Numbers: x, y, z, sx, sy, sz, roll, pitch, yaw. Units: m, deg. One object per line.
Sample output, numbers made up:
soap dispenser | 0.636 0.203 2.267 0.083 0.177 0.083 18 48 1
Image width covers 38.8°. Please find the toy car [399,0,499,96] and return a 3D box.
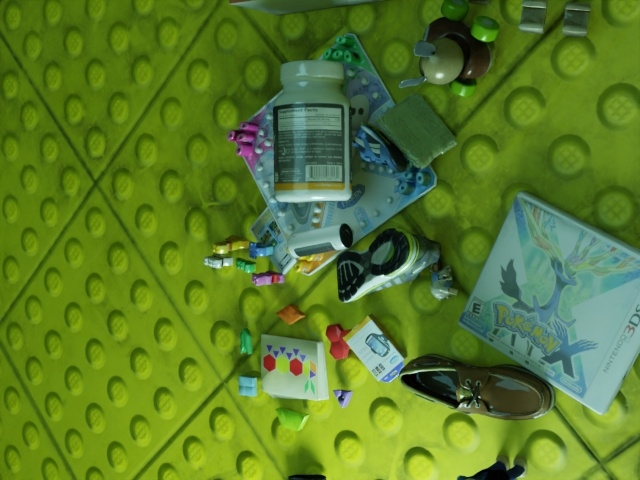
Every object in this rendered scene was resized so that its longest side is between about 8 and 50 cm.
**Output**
toy car | 0.218 -0.347 1.706 0.149 0.188 0.155 42 137 26

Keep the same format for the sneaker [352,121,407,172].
sneaker | 0.119 -0.177 1.836 0.059 0.053 0.144 -54 56 22

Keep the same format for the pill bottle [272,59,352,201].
pill bottle | -0.016 -0.218 1.857 0.162 0.162 0.278 0 91 36

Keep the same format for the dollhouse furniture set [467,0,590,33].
dollhouse furniture set | 0.388 -0.487 1.657 0.242 0.161 0.212 9 99 13

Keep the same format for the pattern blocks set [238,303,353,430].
pattern blocks set | -0.059 0.290 2.081 0.325 0.026 0.285 13 101 35

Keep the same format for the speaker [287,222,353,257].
speaker | 0.000 0.000 1.917 0.136 0.055 0.055 -11 87 33

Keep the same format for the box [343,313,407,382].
box | 0.121 0.233 1.929 0.081 0.028 0.136 -44 80 22

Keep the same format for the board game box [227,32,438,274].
board game box | 0.008 -0.182 1.968 0.390 0.050 0.390 -36 73 29

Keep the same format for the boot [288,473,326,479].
boot | -0.027 0.585 2.068 0.121 0.045 0.099 -13 84 43

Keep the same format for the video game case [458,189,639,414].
video game case | 0.448 0.111 1.690 0.329 0.036 0.300 32 111 30

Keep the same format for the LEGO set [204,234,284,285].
LEGO set | -0.196 0.039 2.106 0.227 0.093 0.087 15 108 39

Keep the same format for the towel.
towel | 0.195 -0.221 1.825 0.110 0.027 0.148 -35 70 -9

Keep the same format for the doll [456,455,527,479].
doll | 0.316 0.451 1.717 0.129 0.189 0.046 -3 91 36

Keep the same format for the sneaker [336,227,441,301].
sneaker | 0.132 0.062 1.873 0.300 0.121 0.111 -27 60 55

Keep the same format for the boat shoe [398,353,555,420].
boat shoe | 0.297 0.295 1.772 0.307 0.104 0.111 3 95 36

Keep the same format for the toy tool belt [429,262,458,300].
toy tool belt | 0.251 0.077 1.827 0.051 0.052 0.083 -17 55 28

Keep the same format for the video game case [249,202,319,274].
video game case | -0.080 -0.024 2.078 0.157 0.019 0.143 -48 66 29

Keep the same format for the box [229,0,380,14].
box | -0.010 -0.603 1.892 0.345 0.168 0.215 3 95 36
